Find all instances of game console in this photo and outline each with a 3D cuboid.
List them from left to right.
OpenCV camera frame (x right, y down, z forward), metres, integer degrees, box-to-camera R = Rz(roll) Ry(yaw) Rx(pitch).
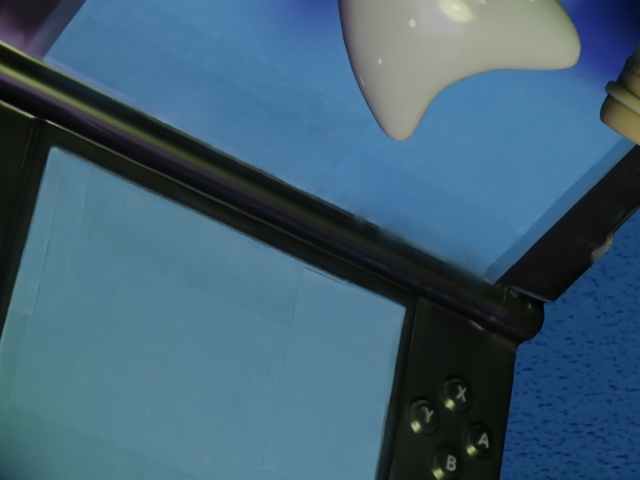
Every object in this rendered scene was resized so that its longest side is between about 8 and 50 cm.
[{"bbox_3d":[0.000,0.000,0.675,0.293,0.250,0.173,25,152,-29],"label":"game console"}]

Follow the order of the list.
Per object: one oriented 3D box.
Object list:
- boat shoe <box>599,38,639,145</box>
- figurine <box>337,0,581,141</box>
[{"bbox_3d":[0.206,-0.008,0.725,0.285,0.104,0.089,38,93,-32],"label":"boat shoe"},{"bbox_3d":[0.055,-0.144,0.560,0.215,0.092,0.209,-27,120,18],"label":"figurine"}]
